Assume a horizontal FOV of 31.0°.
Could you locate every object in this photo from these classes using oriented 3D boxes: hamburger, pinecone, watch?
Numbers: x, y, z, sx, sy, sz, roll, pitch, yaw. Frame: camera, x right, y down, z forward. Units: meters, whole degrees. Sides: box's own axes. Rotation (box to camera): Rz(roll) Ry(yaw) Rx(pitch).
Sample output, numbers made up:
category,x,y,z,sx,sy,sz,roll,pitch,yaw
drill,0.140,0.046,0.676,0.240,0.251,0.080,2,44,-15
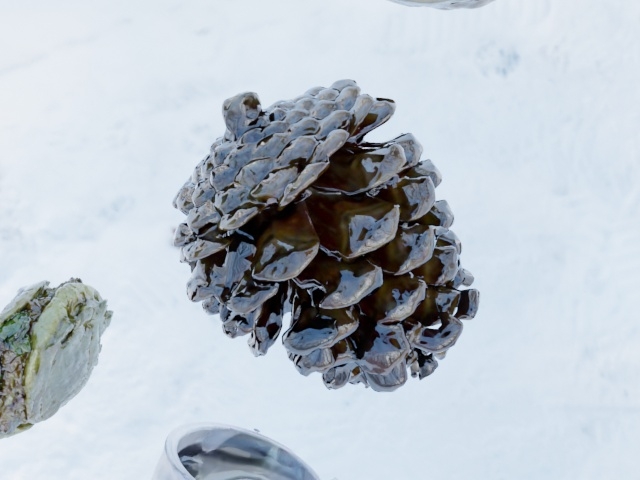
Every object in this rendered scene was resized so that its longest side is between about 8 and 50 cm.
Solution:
category,x,y,z,sx,sy,sz,roll,pitch,yaw
hamburger,-0.365,0.141,1.453,0.130,0.183,0.206,23,35,17
pinecone,0.000,0.000,0.901,0.224,0.272,0.224,-26,28,15
watch,-0.086,0.313,1.288,0.231,0.244,0.196,22,103,2

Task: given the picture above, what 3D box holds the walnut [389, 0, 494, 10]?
category,x,y,z,sx,sy,sz,roll,pitch,yaw
walnut,0.134,-0.462,1.574,0.344,0.306,0.306,18,77,10
